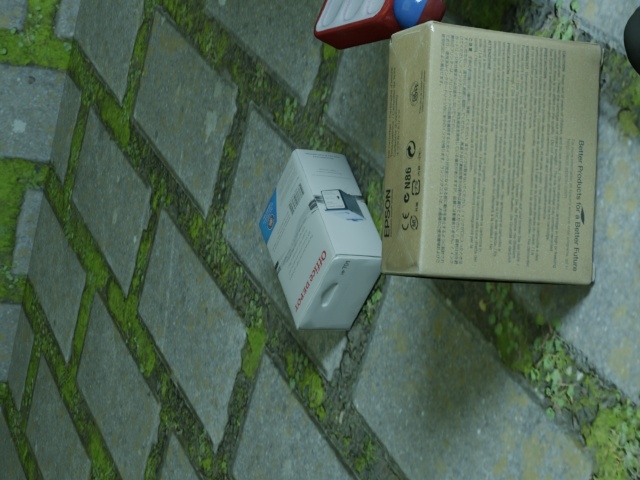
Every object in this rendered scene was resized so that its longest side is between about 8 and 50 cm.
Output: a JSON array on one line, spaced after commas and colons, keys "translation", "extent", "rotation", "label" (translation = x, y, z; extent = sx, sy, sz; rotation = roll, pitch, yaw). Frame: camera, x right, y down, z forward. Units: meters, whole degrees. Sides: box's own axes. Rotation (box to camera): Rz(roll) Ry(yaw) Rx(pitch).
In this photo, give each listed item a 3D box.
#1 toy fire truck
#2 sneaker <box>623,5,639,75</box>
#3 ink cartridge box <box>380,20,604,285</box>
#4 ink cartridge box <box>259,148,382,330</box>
[{"translation": [0.114, -0.316, 1.354], "extent": [0.302, 0.169, 0.254], "rotation": [7, 73, 64], "label": "toy fire truck"}, {"translation": [0.297, -0.074, 1.038], "extent": [0.146, 0.122, 0.330], "rotation": [-33, 40, 3], "label": "sneaker"}, {"translation": [0.162, -0.077, 1.277], "extent": [0.088, 0.193, 0.234], "rotation": [176, 97, -65], "label": "ink cartridge box"}, {"translation": [0.000, 0.000, 1.703], "extent": [0.139, 0.082, 0.190], "rotation": [-63, 37, 38], "label": "ink cartridge box"}]
